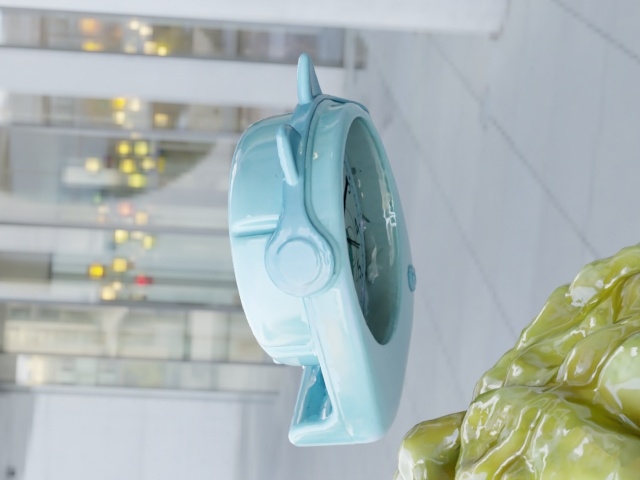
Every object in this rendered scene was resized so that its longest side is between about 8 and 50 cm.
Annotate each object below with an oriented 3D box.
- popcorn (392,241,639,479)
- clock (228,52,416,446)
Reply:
[{"bbox_3d":[0.161,0.123,0.623,0.224,0.258,0.270,-32,57,49],"label":"popcorn"},{"bbox_3d":[0.000,0.000,1.175,0.223,0.094,0.274,-75,-27,-54],"label":"clock"}]
